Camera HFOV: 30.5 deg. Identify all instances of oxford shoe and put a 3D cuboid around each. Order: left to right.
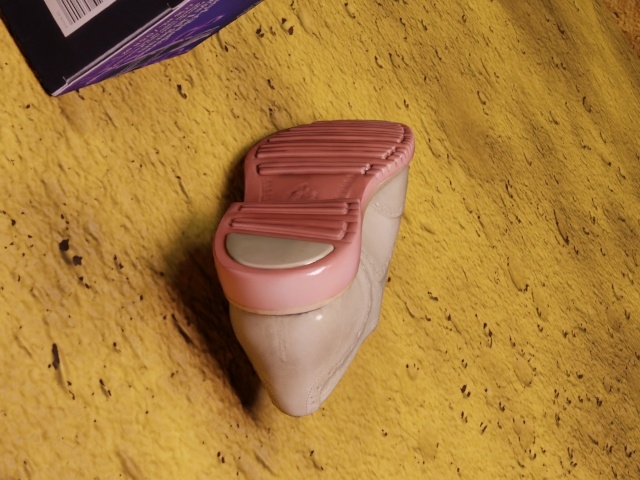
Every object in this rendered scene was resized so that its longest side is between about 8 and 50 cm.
[{"bbox_3d":[0.000,0.000,1.007,0.397,0.140,0.146,-58,146,-61],"label":"oxford shoe"}]

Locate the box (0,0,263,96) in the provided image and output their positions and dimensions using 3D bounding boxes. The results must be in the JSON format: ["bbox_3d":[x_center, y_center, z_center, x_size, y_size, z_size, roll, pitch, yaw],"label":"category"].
[{"bbox_3d":[-0.129,-0.210,0.918,0.108,0.153,0.207,60,32,-4],"label":"box"}]
